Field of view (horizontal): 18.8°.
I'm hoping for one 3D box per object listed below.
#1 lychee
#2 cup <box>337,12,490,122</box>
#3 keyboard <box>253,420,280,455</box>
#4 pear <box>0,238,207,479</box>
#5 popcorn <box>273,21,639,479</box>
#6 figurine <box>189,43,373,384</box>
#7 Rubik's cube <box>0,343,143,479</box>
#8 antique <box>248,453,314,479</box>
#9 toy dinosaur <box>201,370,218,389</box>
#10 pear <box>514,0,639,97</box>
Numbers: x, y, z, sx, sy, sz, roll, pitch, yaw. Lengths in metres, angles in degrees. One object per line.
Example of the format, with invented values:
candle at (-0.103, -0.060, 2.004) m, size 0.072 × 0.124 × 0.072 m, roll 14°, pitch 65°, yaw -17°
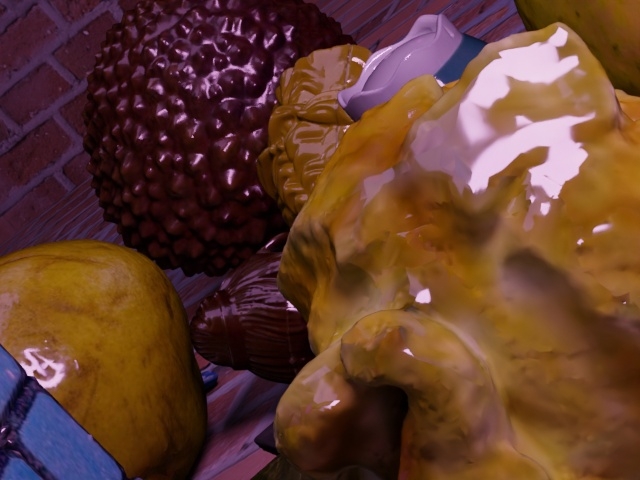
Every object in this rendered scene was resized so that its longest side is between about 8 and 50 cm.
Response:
lychee at (-0.099, -0.124, 1.993) m, size 0.306 × 0.306 × 0.330 m, roll -13°, pitch 60°, yaw 65°
cup at (0.107, -0.080, 1.509) m, size 0.167 × 0.173 × 0.300 m, roll -44°, pitch 13°, yaw -6°
keyboard at (0.052, 0.130, 1.236) m, size 0.106 × 0.027 × 0.317 m, roll -42°, pitch 18°, yaw -16°
pear at (-0.221, 0.135, 1.588) m, size 0.269 × 0.269 × 0.321 m, roll -34°, pitch 3°, yaw 31°
popcorn at (0.093, 0.044, 0.983) m, size 0.276 × 0.225 × 0.276 m, roll -18°, pitch 49°, yaw 23°
figurine at (0.004, 0.001, 1.634) m, size 0.315 × 0.168 × 0.187 m, roll -73°, pitch 5°, yaw -50°
Rubik's cube at (-0.233, 0.280, 0.950) m, size 0.344 × 0.337 × 0.344 m, roll -38°, pitch 14°, yaw 15°
antique at (-0.049, 0.214, 1.154) m, size 0.221 × 0.080 × 0.081 m, roll -43°, pitch 22°, yaw 33°
toy dinosaur at (-0.184, 0.154, 1.889) m, size 0.188 × 0.075 × 0.247 m, roll -32°, pitch 8°, yaw 1°
pear at (0.280, -0.198, 1.005) m, size 0.391 × 0.391 × 0.391 m, roll -39°, pitch 13°, yaw 11°
